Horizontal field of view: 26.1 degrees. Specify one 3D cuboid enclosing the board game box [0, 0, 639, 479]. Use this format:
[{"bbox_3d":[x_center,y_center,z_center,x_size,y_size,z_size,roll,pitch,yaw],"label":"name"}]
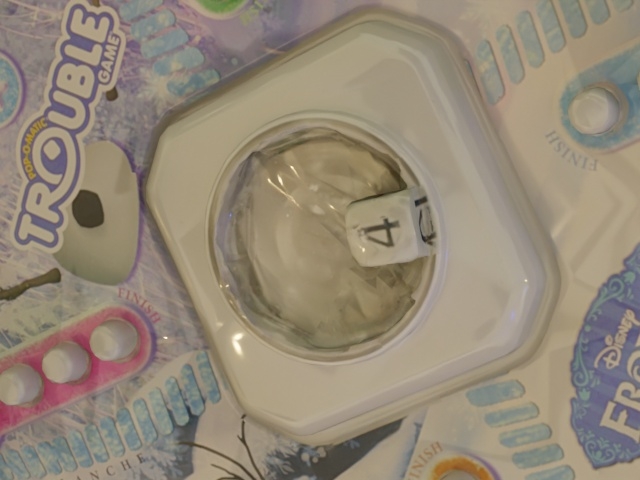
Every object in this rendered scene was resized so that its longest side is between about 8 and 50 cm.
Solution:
[{"bbox_3d":[0.000,0.000,0.447,0.390,0.050,0.390,22,106,18],"label":"board game box"}]
